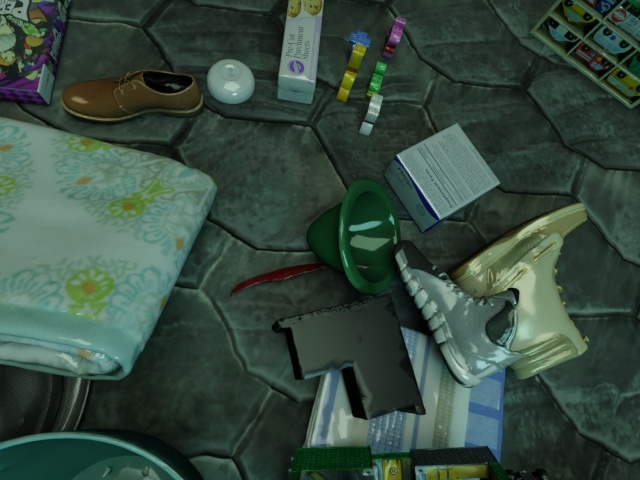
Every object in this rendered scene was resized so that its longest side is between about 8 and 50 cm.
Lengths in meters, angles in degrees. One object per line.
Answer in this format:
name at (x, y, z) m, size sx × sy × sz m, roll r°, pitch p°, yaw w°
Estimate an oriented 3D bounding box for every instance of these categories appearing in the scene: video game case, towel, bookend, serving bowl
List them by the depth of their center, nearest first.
towel at (-0.347, -0.021, 0.491) m, size 0.374 × 0.090 × 0.321 m, roll 14°, pitch 45°, yaw -6°
bookend at (0.032, 0.165, 0.538) m, size 0.156 × 0.072 × 0.157 m, roll -11°, pitch 74°, yaw -16°
towel at (0.130, 0.236, 0.595) m, size 0.284 × 0.034 × 0.209 m, roll 17°, pitch 69°, yaw -7°
video game case at (-0.531, -0.320, 0.637) m, size 0.231 × 0.042 × 0.211 m, roll 4°, pitch 74°, yaw -9°
serving bowl at (-0.152, -0.275, 0.700) m, size 0.083 × 0.027 × 0.084 m, roll 3°, pitch 72°, yaw -10°

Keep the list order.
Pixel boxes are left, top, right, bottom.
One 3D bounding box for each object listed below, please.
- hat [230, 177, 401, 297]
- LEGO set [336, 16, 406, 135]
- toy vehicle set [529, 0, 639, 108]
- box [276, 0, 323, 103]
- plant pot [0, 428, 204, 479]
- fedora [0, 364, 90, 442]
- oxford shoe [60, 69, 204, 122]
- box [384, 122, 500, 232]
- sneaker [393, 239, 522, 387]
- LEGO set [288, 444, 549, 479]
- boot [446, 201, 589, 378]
hat at (0.000, 0.000, 0.645) m, size 0.208 × 0.183 × 0.173 m, roll 6°, pitch 81°, yaw -54°
LEGO set at (0.084, -0.312, 0.720) m, size 0.086 × 0.093 × 0.227 m, roll 17°, pitch 71°, yaw -5°
toy vehicle set at (0.569, -0.393, 0.795) m, size 0.266 × 0.166 × 0.035 m, roll 40°, pitch 70°, yaw 3°
box at (-0.029, -0.404, 0.743) m, size 0.067 × 0.063 × 0.324 m, roll 8°, pitch 72°, yaw -7°
plant pot at (-0.228, 0.326, 0.394) m, size 0.292 × 0.235 × 0.293 m, roll 3°, pitch 72°, yaw -10°
fedora at (-0.407, 0.184, 0.455) m, size 0.243 × 0.124 × 0.276 m, roll 27°, pitch 70°, yaw -7°
oxford shoe at (-0.293, -0.234, 0.638) m, size 0.212 × 0.076 × 0.076 m, roll -8°, pitch 77°, yaw -11°
box at (0.199, -0.103, 0.689) m, size 0.137 × 0.072 × 0.126 m, roll -29°, pitch 81°, yaw -18°
sneaker at (0.206, 0.078, 0.591) m, size 0.132 × 0.086 × 0.229 m, roll -31°, pitch 69°, yaw 17°
LEGO set at (0.087, 0.354, 0.420) m, size 0.331 × 0.255 × 0.192 m, roll -4°, pitch 92°, yaw -5°
boot at (0.357, 0.071, 0.652) m, size 0.261 × 0.095 × 0.204 m, roll -28°, pitch 80°, yaw -15°
